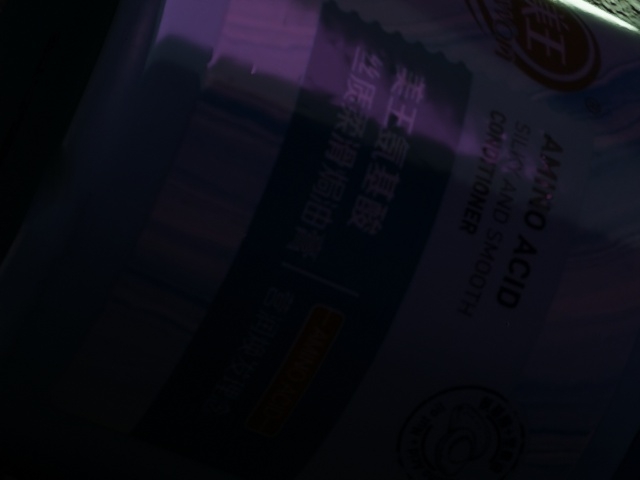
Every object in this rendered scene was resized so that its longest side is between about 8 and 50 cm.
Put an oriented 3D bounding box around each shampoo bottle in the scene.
[{"bbox_3d":[0.000,0.000,0.993,0.343,0.331,0.331,24,34,-19],"label":"shampoo bottle"}]
